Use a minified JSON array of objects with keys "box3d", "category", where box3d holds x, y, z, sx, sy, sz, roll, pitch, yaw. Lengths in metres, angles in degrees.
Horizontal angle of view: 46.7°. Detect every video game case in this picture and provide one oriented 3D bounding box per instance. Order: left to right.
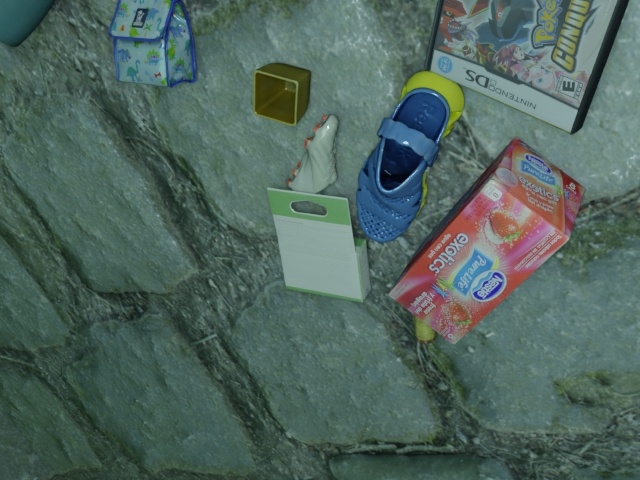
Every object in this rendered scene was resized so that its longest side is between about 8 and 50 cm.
[{"box3d":[0.270,-0.310,0.979,0.248,0.035,0.275,32,135,28],"category":"video game case"}]

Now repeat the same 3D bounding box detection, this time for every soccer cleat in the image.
[{"box3d":[0.003,-0.141,1.287,0.076,0.068,0.196,31,140,1],"category":"soccer cleat"}]

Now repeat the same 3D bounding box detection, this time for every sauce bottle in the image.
[{"box3d":[0.195,0.135,1.383,0.042,0.042,0.128,12,129,24],"category":"sauce bottle"}]

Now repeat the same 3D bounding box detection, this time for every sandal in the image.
[{"box3d":[0.120,-0.113,1.186,0.126,0.138,0.317,24,133,11],"category":"sandal"}]

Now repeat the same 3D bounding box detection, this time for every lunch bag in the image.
[{"box3d":[-0.294,-0.351,1.295,0.128,0.096,0.151,13,113,26],"category":"lunch bag"}]

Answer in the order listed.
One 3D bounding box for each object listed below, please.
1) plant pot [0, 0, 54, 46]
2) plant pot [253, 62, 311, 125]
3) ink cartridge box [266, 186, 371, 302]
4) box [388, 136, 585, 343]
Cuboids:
[{"box3d":[-0.536,-0.501,1.232,0.195,0.290,0.290,-36,102,6],"category":"plant pot"},{"box3d":[-0.056,-0.251,1.225,0.081,0.083,0.081,19,131,18],"category":"plant pot"},{"box3d":[0.000,0.000,1.392,0.171,0.056,0.235,9,126,26],"category":"ink cartridge box"},{"box3d":[0.259,0.006,1.178,0.142,0.154,0.300,37,132,2],"category":"box"}]
